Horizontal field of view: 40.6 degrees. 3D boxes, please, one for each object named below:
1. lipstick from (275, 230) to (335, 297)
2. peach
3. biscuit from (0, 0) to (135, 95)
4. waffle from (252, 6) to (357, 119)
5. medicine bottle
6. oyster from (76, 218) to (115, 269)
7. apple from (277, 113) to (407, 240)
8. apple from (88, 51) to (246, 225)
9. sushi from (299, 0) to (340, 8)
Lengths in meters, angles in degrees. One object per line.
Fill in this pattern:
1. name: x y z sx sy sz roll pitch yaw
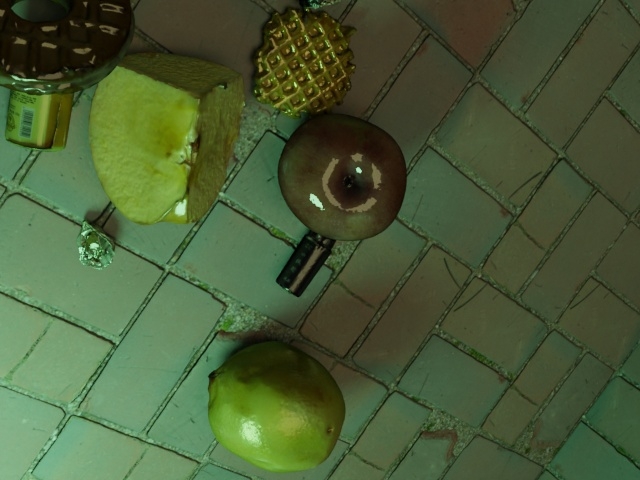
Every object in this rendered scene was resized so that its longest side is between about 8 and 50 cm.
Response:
1. lipstick: 0.000 0.000 2.087 0.081 0.081 0.299 35 88 -36
2. peach: -0.111 0.409 2.092 0.316 0.314 0.281 9 123 -29
3. biscuit: -0.489 -0.404 1.517 0.332 0.332 0.103 -9 161 -25
4. waffle: -0.032 -0.386 1.906 0.254 0.052 0.245 9 107 -31
5. medicine bottle: -0.523 -0.294 1.639 0.124 0.124 0.238 6 109 -31
6. oyster: -0.486 0.012 1.861 0.098 0.037 0.100 30 118 -17
7. apple: 0.055 -0.141 1.931 0.306 0.235 0.305 -2 98 -12
8. apple: -0.297 -0.197 1.732 0.314 0.252 0.309 0 124 -26
9. sushi: 0.021 -0.546 1.836 0.150 0.090 0.078 -28 127 -17
